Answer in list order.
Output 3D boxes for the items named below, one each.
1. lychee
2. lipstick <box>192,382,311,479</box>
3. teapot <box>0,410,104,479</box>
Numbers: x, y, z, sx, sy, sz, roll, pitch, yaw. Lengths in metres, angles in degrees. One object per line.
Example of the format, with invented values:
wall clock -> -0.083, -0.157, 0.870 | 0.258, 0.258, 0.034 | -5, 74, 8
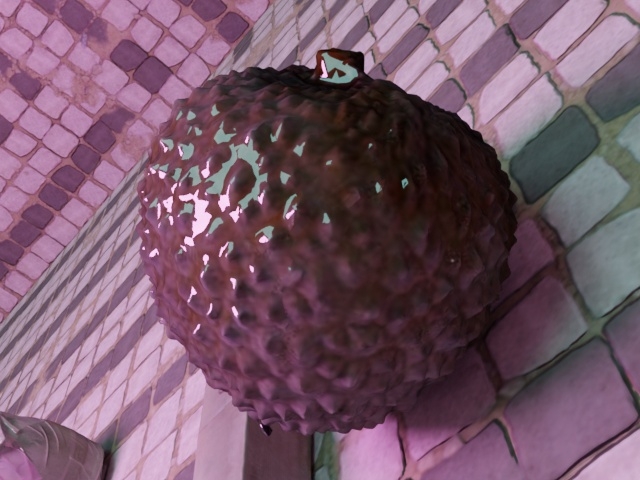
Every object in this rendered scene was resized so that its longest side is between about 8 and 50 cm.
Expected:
lychee -> 0.003, -0.003, 0.637 | 0.300, 0.300, 0.300 | -43, 23, 24
lipstick -> -0.060, 0.137, 0.798 | 0.076, 0.080, 0.371 | -44, 23, 21
teapot -> -0.403, 0.304, 1.110 | 0.163, 0.178, 0.221 | -58, 21, -14
